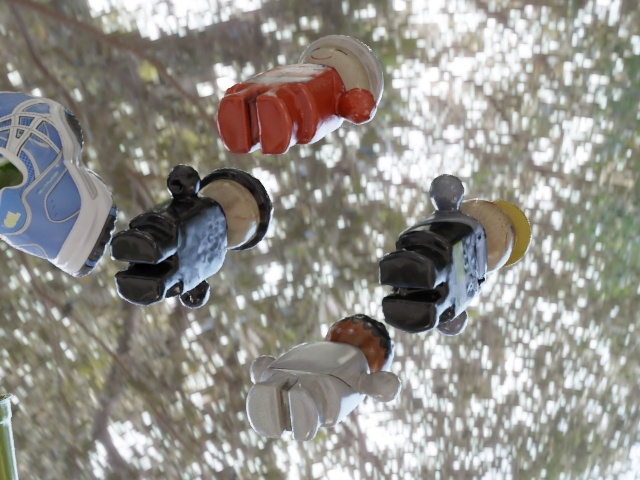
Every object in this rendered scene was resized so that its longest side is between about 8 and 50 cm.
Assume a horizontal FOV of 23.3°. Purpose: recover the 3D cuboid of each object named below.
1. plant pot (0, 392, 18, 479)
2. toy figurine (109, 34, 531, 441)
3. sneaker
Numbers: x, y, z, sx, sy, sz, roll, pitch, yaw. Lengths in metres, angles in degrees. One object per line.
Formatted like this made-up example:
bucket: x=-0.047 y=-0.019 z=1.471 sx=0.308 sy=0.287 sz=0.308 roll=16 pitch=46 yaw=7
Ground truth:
plant pot: x=-0.293 y=0.180 z=1.324 sx=0.083 sy=0.083 sz=0.079 roll=-16 pitch=-87 yaw=-3
toy figurine: x=0.000 y=0.000 z=0.986 sx=0.209 sy=0.213 sz=0.148 roll=44 pitch=-148 yaw=7
sneaker: x=-0.209 y=-0.054 z=1.064 sx=0.080 sy=0.081 sz=0.211 roll=-61 pitch=-143 yaw=11
